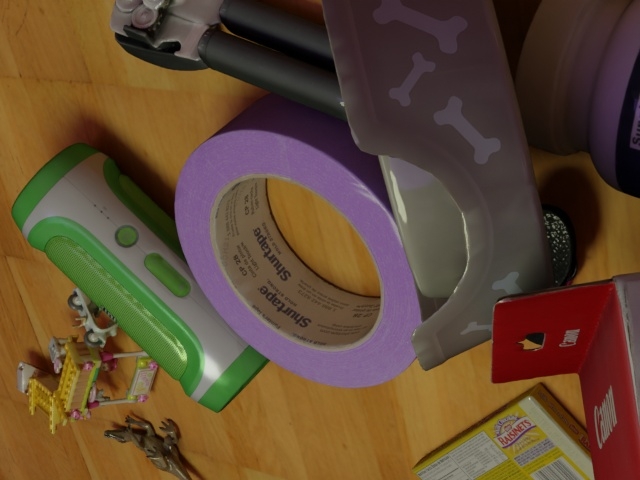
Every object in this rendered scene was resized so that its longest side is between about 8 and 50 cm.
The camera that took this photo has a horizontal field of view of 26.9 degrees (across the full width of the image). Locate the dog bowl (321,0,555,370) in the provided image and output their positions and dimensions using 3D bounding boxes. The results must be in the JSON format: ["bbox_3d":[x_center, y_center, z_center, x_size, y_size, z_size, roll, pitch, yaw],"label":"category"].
[{"bbox_3d":[0.080,-0.088,0.936,0.102,0.349,0.349,-13,117,7],"label":"dog bowl"}]

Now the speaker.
[{"bbox_3d":[-0.176,0.037,1.379,0.296,0.131,0.131,43,139,4],"label":"speaker"}]

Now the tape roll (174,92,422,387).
[{"bbox_3d":[0.000,0.000,1.233,0.275,0.090,0.275,21,133,25],"label":"tape roll"}]

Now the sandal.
[{"bbox_3d":[0.189,0.022,1.139,0.067,0.040,0.179,30,151,25],"label":"sandal"}]

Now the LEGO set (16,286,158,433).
[{"bbox_3d":[-0.276,0.161,1.607,0.287,0.107,0.132,-47,53,53],"label":"LEGO set"}]

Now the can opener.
[{"bbox_3d":[-0.066,-0.173,1.179,0.280,0.074,0.093,22,167,28],"label":"can opener"}]

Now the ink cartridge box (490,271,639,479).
[{"bbox_3d":[0.254,0.111,0.883,0.272,0.130,0.309,-7,163,6],"label":"ink cartridge box"}]

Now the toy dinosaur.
[{"bbox_3d":[-0.190,0.264,1.638,0.183,0.053,0.092,35,153,24],"label":"toy dinosaur"}]

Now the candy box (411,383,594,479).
[{"bbox_3d":[0.182,0.221,1.301,0.105,0.027,0.206,48,138,1],"label":"candy box"}]

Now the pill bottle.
[{"bbox_3d":[0.272,-0.089,0.890,0.265,0.153,0.153,20,132,28],"label":"pill bottle"}]
